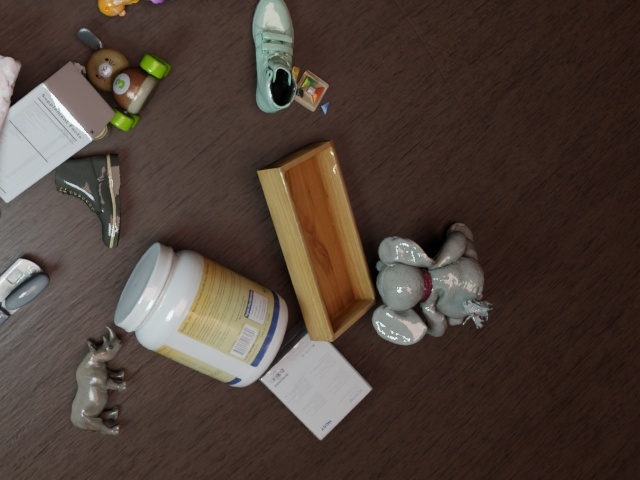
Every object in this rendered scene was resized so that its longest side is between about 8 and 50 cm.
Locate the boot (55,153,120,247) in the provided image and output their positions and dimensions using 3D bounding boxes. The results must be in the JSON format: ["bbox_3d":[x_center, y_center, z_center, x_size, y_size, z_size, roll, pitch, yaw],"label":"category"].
[{"bbox_3d":[-0.489,-0.081,1.635,0.137,0.077,0.198,-2,88,-15],"label":"boot"}]

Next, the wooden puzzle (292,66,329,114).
[{"bbox_3d":[-0.024,-0.341,1.779,0.116,0.014,0.078,24,92,-23],"label":"wooden puzzle"}]

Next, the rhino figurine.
[{"bbox_3d":[-0.482,0.306,1.706,0.106,0.073,0.243,7,96,-24],"label":"rhino figurine"}]

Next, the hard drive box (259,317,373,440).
[{"bbox_3d":[-0.019,0.331,1.870,0.181,0.089,0.232,-43,111,-8],"label":"hard drive box"}]

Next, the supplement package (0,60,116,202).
[{"bbox_3d":[-0.540,-0.207,1.495,0.244,0.134,0.139,-29,113,22],"label":"supplement package"}]

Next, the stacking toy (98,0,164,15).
[{"bbox_3d":[-0.318,-0.537,1.563,0.302,0.166,0.175,-27,128,15],"label":"stacking toy"}]

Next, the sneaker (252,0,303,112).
[{"bbox_3d":[-0.086,-0.402,1.671,0.094,0.151,0.256,-3,100,-18],"label":"sneaker"}]

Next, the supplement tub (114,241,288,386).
[{"bbox_3d":[-0.254,0.158,1.675,0.316,0.228,0.228,29,89,-23],"label":"supplement tub"}]

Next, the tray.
[{"bbox_3d":[0.000,0.000,1.773,0.203,0.076,0.411,-35,115,-47],"label":"tray"}]

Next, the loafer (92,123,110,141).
[{"bbox_3d":[-0.507,-0.231,1.603,0.148,0.050,0.056,0,100,-20],"label":"loafer"}]

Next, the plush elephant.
[{"bbox_3d":[0.236,0.100,1.833,0.255,0.330,0.272,12,104,-6],"label":"plush elephant"}]

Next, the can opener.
[{"bbox_3d":[-0.678,0.150,1.599,0.280,0.093,0.074,-44,112,-2],"label":"can opener"}]

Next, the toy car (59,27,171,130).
[{"bbox_3d":[-0.423,-0.339,1.574,0.188,0.149,0.155,32,99,-11],"label":"toy car"}]

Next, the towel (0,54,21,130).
[{"bbox_3d":[-0.726,-0.213,1.429,0.317,0.053,0.332,20,94,17],"label":"towel"}]
